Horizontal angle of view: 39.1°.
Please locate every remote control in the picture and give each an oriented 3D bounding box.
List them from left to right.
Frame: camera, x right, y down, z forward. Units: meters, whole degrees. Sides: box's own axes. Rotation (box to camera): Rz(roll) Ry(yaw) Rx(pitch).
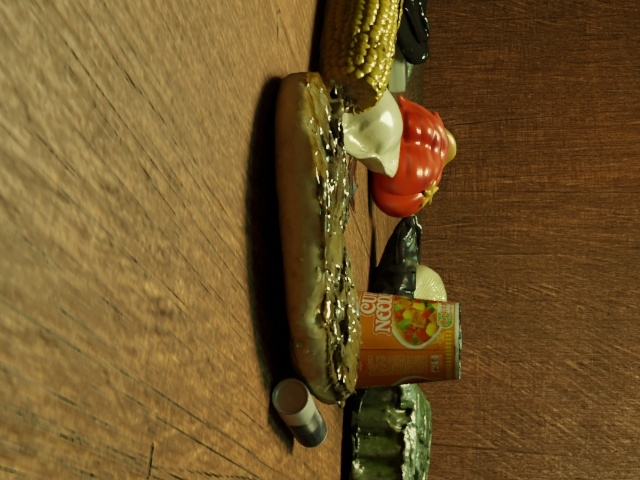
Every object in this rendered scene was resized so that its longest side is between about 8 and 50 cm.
[{"bbox_3d":[0.202,-0.472,2.272,0.344,0.050,0.145,-68,156,-67],"label":"remote control"}]

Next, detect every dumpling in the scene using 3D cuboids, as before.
[{"bbox_3d":[0.059,-0.164,1.291,0.134,0.100,0.169,-42,131,-58],"label":"dumpling"}]

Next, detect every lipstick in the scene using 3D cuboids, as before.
[{"bbox_3d":[-0.020,0.188,0.969,0.141,0.040,0.040,73,20,-61],"label":"lipstick"}]

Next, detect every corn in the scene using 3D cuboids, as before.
[{"bbox_3d":[0.054,-0.303,1.239,0.115,0.115,0.318,78,17,-49],"label":"corn"}]

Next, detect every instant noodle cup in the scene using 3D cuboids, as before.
[{"bbox_3d":[0.117,0.150,1.345,0.168,0.185,0.168,0,90,-80],"label":"instant noodle cup"}]

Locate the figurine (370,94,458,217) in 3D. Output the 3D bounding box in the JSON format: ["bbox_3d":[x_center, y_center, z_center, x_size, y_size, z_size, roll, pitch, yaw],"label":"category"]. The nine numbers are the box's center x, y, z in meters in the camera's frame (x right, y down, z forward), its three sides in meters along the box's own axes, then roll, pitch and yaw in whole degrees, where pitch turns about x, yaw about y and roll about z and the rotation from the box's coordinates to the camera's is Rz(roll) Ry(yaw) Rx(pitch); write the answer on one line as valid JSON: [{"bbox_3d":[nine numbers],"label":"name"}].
[{"bbox_3d":[0.179,-0.174,1.826,0.208,0.181,0.257,-52,-177,21],"label":"figurine"}]

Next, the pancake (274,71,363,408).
[{"bbox_3d":[0.001,0.000,1.014,0.382,0.071,0.382,-2,90,-83],"label":"pancake"}]

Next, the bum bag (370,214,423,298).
[{"bbox_3d":[0.141,0.103,1.761,0.144,0.095,0.340,120,-17,-53],"label":"bum bag"}]

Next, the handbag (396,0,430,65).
[{"bbox_3d":[0.198,-0.567,2.045,0.244,0.088,0.275,46,41,-59],"label":"handbag"}]

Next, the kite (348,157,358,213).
[{"bbox_3d":[0.056,-0.118,1.520,0.190,0.010,0.159,-75,161,-60],"label":"kite"}]

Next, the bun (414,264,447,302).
[{"bbox_3d":[0.194,0.163,2.017,0.222,0.127,0.222,-13,106,-50],"label":"bun"}]

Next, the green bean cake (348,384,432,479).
[{"bbox_3d":[0.111,0.351,1.491,0.255,0.132,0.241,66,29,-68],"label":"green bean cake"}]
